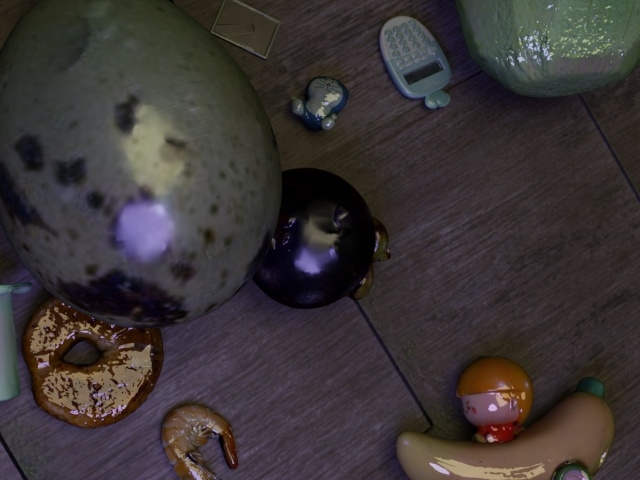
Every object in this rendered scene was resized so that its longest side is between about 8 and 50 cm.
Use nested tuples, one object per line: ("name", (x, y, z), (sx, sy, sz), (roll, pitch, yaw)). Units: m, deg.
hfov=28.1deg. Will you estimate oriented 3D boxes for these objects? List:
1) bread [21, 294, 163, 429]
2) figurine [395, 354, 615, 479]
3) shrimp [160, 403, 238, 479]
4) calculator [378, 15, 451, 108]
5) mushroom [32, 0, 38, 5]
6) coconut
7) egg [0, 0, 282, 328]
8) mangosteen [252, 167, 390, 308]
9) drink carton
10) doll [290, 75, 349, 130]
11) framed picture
("bread", (-0.289, 0.144, 1.633), (0.193, 0.064, 0.193), (3, 79, -13))
("figurine", (0.258, 0.266, 1.772), (0.324, 0.124, 0.222), (0, 79, -16))
("shrimp", (-0.146, 0.288, 1.671), (0.095, 0.045, 0.162), (-27, 83, -43))
("calculator", (0.143, -0.263, 1.897), (0.095, 0.021, 0.153), (-26, 88, -23))
("mushroom", (-0.337, -0.296, 1.691), (0.088, 0.097, 0.213), (21, 69, -4))
("coconut", (0.342, -0.378, 1.862), (0.328, 0.281, 0.329), (-2, 85, 18))
("egg", (-0.230, -0.103, 1.536), (0.345, 0.345, 0.428), (-24, 83, -23))
("mangosteen", (0.000, 0.000, 1.716), (0.230, 0.194, 0.194), (12, 72, -48))
("drink carton", (-0.429, 0.126, 1.545), (0.144, 0.146, 0.142), (-4, 91, 3))
("doll", (-0.001, -0.197, 1.817), (0.076, 0.050, 0.083), (27, 71, 6))
("framed picture", (-0.107, -0.304, 1.824), (0.089, 0.006, 0.066), (23, 72, -13))
